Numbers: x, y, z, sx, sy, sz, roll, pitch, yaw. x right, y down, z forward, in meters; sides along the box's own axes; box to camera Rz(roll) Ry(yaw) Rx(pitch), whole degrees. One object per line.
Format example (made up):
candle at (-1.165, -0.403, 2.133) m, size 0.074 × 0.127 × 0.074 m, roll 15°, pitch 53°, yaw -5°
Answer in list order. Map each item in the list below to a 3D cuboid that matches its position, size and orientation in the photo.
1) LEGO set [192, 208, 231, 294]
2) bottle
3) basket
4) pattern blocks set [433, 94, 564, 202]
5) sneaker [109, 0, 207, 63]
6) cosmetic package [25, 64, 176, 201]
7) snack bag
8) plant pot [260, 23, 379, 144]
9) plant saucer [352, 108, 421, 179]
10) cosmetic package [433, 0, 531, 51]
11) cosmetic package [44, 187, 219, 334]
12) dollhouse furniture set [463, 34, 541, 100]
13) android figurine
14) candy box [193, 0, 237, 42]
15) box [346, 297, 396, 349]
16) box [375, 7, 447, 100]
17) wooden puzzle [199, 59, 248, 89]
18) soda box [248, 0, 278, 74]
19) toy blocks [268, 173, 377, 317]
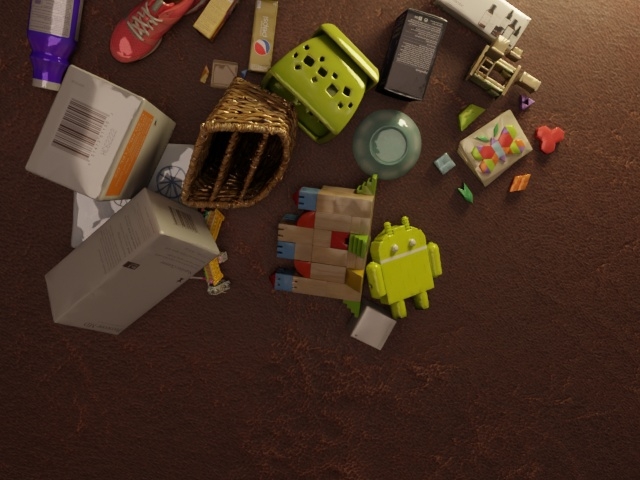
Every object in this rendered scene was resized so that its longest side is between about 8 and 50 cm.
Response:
LEGO set at (-0.317, 0.008, 1.692) m, size 0.107 × 0.132 × 0.286 m, roll 2°, pitch 98°, yaw 23°
bottle at (-0.670, -0.522, 1.568) m, size 0.118 × 0.092 × 0.282 m, roll 10°, pitch 100°, yaw -6°
basket at (-0.190, -0.200, 1.536) m, size 0.214 × 0.223 × 0.299 m, roll 26°, pitch 137°, yaw -6°
pattern blocks set at (0.490, -0.258, 1.743) m, size 0.285 × 0.026 × 0.325 m, roll 41°, pitch 96°, yaw -10°
sneaker at (-0.415, -0.570, 1.557) m, size 0.314 × 0.136 × 0.116 m, roll -41°, pitch 100°, yaw 4°
cosmetic package at (-0.474, -0.223, 1.423) m, size 0.162 × 0.453 × 0.230 m, roll 24°, pitch 93°, yaw -7°
snack bag at (-0.502, -0.110, 1.689) m, size 0.343 × 0.037 × 0.323 m, roll 4°, pitch 100°, yaw -6°
plant pot at (0.005, -0.399, 1.578) m, size 0.228 × 0.227 × 0.207 m, roll 43°, pitch 83°, yaw -10°
plant saucer at (0.185, -0.261, 1.714) m, size 0.195 × 0.037 × 0.194 m, roll -1°, pitch 100°, yaw -4°
cosmetic package at (0.428, -0.608, 1.654) m, size 0.239 × 0.060 × 0.099 m, roll 30°, pitch 96°, yaw -9°
cosmetic package at (-0.479, 0.064, 1.576) m, size 0.385 × 0.217 × 0.156 m, roll -39°, pitch 58°, yaw 17°
dollhouse furniture set at (0.491, -0.426, 1.630) m, size 0.182 × 0.161 × 0.101 m, roll 31°, pitch 91°, yaw -4°
android figurine at (0.230, 0.072, 1.735) m, size 0.248 × 0.056 × 0.272 m, roll -15°, pitch 100°, yaw -29°
candy box at (-0.245, -0.596, 1.580) m, size 0.053 × 0.109 × 0.186 m, roll 36°, pitch 95°, yaw -10°
box at (0.144, 0.237, 1.778) m, size 0.102 × 0.087 × 0.101 m, roll 27°, pitch 97°, yaw -9°
box at (0.230, -0.472, 1.617) m, size 0.108 × 0.153 × 0.207 m, roll 16°, pitch 98°, yaw -7°
wooden puzzle at (-0.256, -0.439, 1.658) m, size 0.116 × 0.014 × 0.078 m, roll 14°, pitch 104°, yaw -7°
soda box at (-0.149, -0.526, 1.624) m, size 0.058 × 0.061 × 0.181 m, roll 7°, pitch 100°, yaw -6°
toy blocks at (0.000, 0.000, 1.692) m, size 0.261 × 0.190 × 0.381 m, roll 8°, pitch 110°, yaw 7°
